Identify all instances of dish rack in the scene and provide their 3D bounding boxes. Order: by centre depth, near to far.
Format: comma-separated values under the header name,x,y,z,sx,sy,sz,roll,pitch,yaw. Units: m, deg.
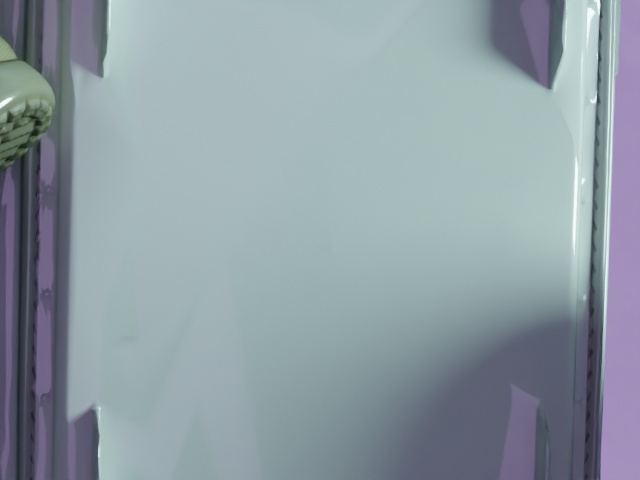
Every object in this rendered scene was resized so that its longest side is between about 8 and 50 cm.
name,x,y,z,sx,sy,sz,roll,pitch,yaw
dish rack,0.000,0.000,0.858,0.285,0.072,0.333,1,94,-12

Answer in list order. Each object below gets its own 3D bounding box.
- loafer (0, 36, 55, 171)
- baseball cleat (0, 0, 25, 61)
name,x,y,z,sx,sy,sz,roll,pitch,yaw
loafer,-0.225,-0.020,0.837,0.268,0.102,0.092,-33,82,24
baseball cleat,-0.199,-0.085,0.878,0.205,0.072,0.109,-1,90,-1
